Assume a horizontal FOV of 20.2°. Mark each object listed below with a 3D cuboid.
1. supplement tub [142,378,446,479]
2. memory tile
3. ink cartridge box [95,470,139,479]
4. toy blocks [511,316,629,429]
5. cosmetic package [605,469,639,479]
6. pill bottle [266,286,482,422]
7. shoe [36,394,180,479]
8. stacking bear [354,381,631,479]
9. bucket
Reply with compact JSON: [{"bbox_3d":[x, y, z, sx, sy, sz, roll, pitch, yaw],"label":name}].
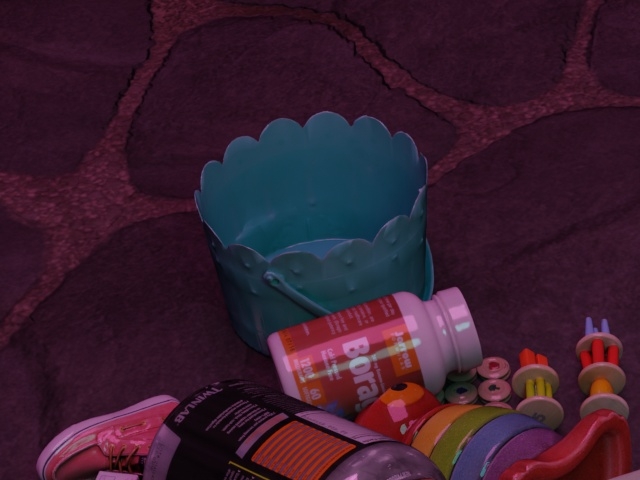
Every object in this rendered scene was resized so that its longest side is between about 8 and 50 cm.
[{"bbox_3d":[-0.008,0.259,1.700,0.193,0.193,0.316,-34,32,-30],"label":"supplement tub"},{"bbox_3d":[0.154,0.180,1.965,0.113,0.012,0.148,-4,38,5],"label":"memory tile"},{"bbox_3d":[-0.223,0.333,1.763,0.046,0.097,0.207,4,38,15],"label":"ink cartridge box"},{"bbox_3d":[0.269,0.140,1.962,0.123,0.054,0.148,-3,37,6],"label":"toy blocks"},{"bbox_3d":[0.362,0.271,1.631,0.309,0.113,0.160,-12,74,-23],"label":"cosmetic package"},{"bbox_3d":[0.060,0.126,1.948,0.216,0.121,0.121,-19,38,-4],"label":"pill bottle"},{"bbox_3d":[-0.210,0.227,1.927,0.178,0.063,0.081,-22,34,-25],"label":"shoe"},{"bbox_3d":[0.145,0.226,1.790,0.175,0.164,0.289,-27,30,-34],"label":"stacking bear"},{"bbox_3d":[0.000,0.000,2.089,0.281,0.183,0.281,-5,38,4],"label":"bucket"}]
